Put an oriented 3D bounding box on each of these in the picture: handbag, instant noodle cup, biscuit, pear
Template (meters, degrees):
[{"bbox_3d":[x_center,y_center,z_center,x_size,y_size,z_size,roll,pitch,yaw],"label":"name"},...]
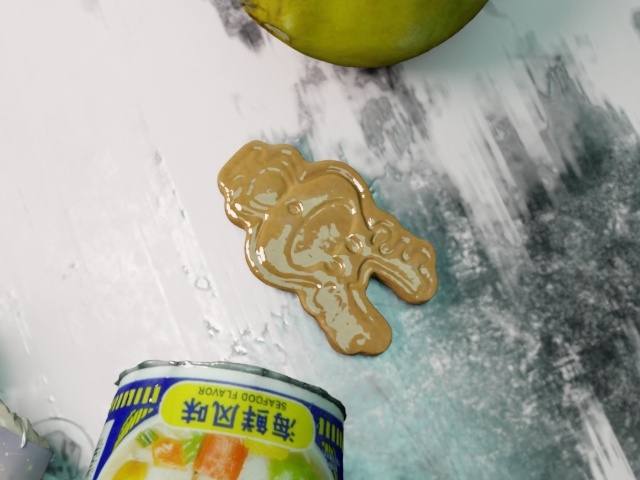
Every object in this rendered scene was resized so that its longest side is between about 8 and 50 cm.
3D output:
[{"bbox_3d":[-0.289,0.210,0.837,0.095,0.117,0.173,14,70,17],"label":"handbag"},{"bbox_3d":[-0.094,0.269,0.783,0.284,0.284,0.312,10,64,-4],"label":"instant noodle cup"},{"bbox_3d":[0.002,-0.003,0.980,0.236,0.040,0.144,43,68,4],"label":"biscuit"},{"bbox_3d":[0.046,-0.299,0.963,0.321,0.269,0.269,-25,78,-26],"label":"pear"}]
